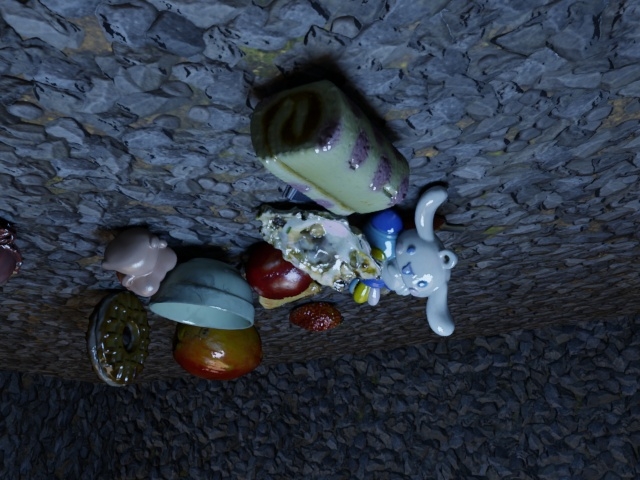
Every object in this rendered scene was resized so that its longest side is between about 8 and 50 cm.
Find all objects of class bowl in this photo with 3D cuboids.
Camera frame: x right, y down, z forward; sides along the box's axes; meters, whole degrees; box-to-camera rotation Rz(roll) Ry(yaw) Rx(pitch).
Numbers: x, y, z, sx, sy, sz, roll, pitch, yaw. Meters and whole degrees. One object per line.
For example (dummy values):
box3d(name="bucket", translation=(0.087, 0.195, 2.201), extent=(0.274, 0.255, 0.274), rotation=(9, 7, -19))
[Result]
box3d(name="bowl", translation=(-0.336, 0.156, 1.642), extent=(0.307, 0.163, 0.307), rotation=(8, 157, 4))

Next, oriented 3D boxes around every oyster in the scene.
box3d(name="oyster", translation=(0.002, -0.004, 1.449), extent=(0.354, 0.107, 0.201), rotation=(34, 129, -14))

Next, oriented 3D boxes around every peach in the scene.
box3d(name="peach", translation=(-0.409, 0.413, 2.240), extent=(0.372, 0.290, 0.373), rotation=(3, 158, 1))
box3d(name="peach", translation=(-0.142, 0.087, 1.661), extent=(0.267, 0.159, 0.154), rotation=(-11, 138, 34))

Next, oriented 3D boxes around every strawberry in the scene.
box3d(name="strawberry", translation=(-0.018, 0.305, 2.331), extent=(0.235, 0.107, 0.175), rotation=(-3, -165, -2))

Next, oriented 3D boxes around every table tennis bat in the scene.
box3d(name="table tennis bat", translation=(0.324, -0.042, 1.627), extent=(0.220, 0.019, 0.130), rotation=(4, 156, -19))

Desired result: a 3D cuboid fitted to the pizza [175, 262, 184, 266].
box3d(name="pizza", translation=(-0.423, 0.132, 1.814), extent=(0.226, 0.086, 0.335), rotation=(-20, 152, 36))

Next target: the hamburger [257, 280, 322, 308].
box3d(name="hamburger", translation=(-0.125, 0.139, 1.870), extent=(0.262, 0.124, 0.131), rotation=(-22, 135, 27))

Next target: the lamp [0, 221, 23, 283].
box3d(name="lamp", translation=(-0.856, 0.023, 1.385), extent=(0.215, 0.151, 0.223), rotation=(4, 114, -36))

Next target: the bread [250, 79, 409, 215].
box3d(name="bread", translation=(0.029, -0.166, 1.067), extent=(0.187, 0.155, 0.338), rotation=(-8, 162, 29))

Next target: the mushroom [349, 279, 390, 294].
box3d(name="mushroom", translation=(0.163, 0.133, 1.934), extent=(0.096, 0.108, 0.247), rotation=(30, 178, 36))

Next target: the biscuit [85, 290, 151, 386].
box3d(name="biscuit", translation=(-0.703, 0.339, 1.955), extent=(0.103, 0.332, 0.332), rotation=(-4, 159, 11))

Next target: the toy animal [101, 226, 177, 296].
box3d(name="toy animal", translation=(-0.490, 0.060, 1.517), extent=(0.171, 0.171, 0.198), rotation=(-5, 154, 1))

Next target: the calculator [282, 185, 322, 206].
box3d(name="calculator", translation=(0.055, -0.120, 1.361), extent=(0.273, 0.028, 0.166), rotation=(4, 160, -16))

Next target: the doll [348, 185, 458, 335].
box3d(name="doll", translation=(0.201, 0.050, 1.509), extent=(0.365, 0.376, 0.187), rotation=(2, 175, 43))

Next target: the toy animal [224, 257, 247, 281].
box3d(name="toy animal", translation=(-0.260, 0.119, 1.842), extent=(0.105, 0.070, 0.202), rotation=(-26, 152, 2))

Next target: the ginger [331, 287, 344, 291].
box3d(name="ginger", translation=(0.041, 0.102, 1.828), extent=(0.065, 0.118, 0.299), rotation=(-5, 167, 15))
